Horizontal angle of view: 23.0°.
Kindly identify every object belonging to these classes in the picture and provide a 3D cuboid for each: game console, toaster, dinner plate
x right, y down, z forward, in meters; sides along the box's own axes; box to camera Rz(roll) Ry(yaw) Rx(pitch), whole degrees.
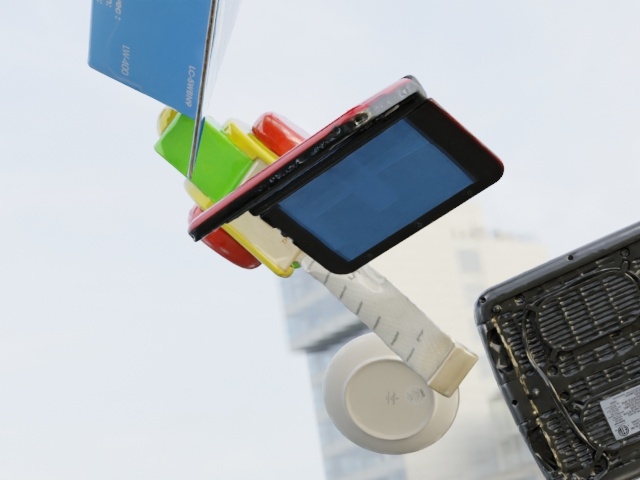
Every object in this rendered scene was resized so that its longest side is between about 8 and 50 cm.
[{"bbox_3d":[0.016,-0.024,0.922,0.144,0.085,0.124,-34,2,31],"label":"game console"},{"bbox_3d":[0.206,0.091,1.128,0.186,0.168,0.110,-25,-10,6],"label":"toaster"},{"bbox_3d":[0.071,0.159,1.597,0.141,0.141,0.017,-13,20,11],"label":"dinner plate"}]

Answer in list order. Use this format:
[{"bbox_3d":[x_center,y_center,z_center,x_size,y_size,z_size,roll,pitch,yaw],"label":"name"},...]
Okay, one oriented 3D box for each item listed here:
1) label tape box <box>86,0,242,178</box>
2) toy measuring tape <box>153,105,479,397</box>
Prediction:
[{"bbox_3d":[-0.099,-0.242,1.117,0.106,0.333,0.240,11,-51,0],"label":"label tape box"},{"bbox_3d":[0.000,0.000,1.161,0.121,0.330,0.121,-38,-27,-23],"label":"toy measuring tape"}]
